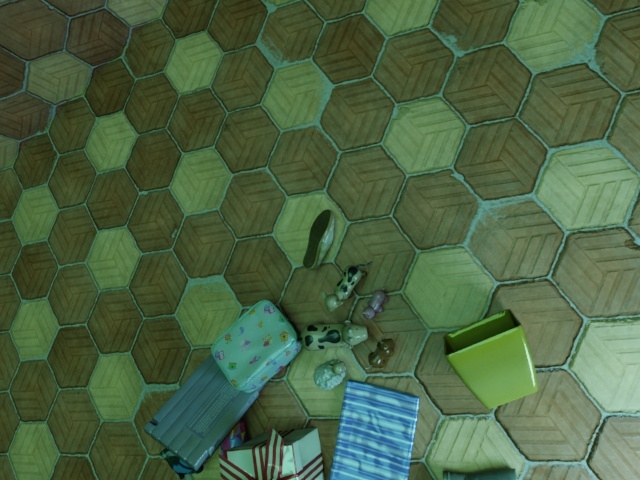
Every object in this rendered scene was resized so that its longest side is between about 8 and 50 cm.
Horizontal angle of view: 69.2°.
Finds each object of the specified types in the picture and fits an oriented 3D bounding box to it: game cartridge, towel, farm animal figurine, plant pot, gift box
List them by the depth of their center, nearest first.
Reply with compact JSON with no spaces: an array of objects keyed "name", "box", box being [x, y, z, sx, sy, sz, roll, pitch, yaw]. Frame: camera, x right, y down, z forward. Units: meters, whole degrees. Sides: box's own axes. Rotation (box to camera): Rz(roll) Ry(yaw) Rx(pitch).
[{"name":"plant pot","box":[0.483,0.336,1.294,0.212,0.212,0.187,-26,87,14]},{"name":"gift box","box":[-0.145,0.708,1.427,0.255,0.258,0.276,-18,77,16]},{"name":"towel","box":[0.163,0.627,1.445,0.243,0.040,0.336,8,85,20]},{"name":"farm animal figurine","box":[0.070,0.267,1.459,0.326,0.172,0.330,-27,74,14]},{"name":"game cartridge","box":[-0.367,0.541,1.529,0.230,0.068,0.355,28,50,18]}]

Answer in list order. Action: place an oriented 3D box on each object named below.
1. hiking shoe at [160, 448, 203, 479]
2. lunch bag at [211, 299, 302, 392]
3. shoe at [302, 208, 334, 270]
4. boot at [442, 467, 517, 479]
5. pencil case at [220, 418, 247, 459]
[{"name":"hiking shoe","box":[-0.422,0.721,1.588,0.304,0.113,0.132,-37,87,38]},{"name":"lunch bag","box":[-0.212,0.346,1.556,0.279,0.108,0.224,-41,59,-7]},{"name":"shoe","box":[0.000,0.000,1.592,0.076,0.058,0.219,16,83,41]},{"name":"boot","box":[0.459,0.742,1.312,0.208,0.076,0.190,-5,83,12]},{"name":"pencil case","box":[-0.290,0.730,1.563,0.104,0.104,0.236,-13,77,18]}]
